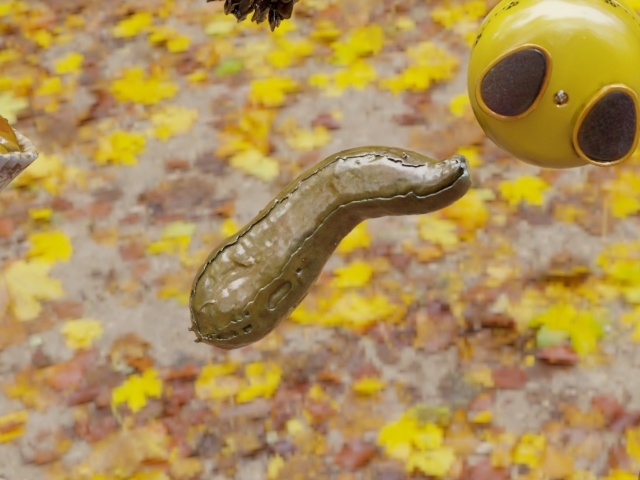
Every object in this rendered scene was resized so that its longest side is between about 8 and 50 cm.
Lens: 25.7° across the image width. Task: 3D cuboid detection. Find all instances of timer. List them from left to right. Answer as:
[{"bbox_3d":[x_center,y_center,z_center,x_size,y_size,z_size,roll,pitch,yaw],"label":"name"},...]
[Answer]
[{"bbox_3d":[0.135,-0.095,0.794,0.107,0.107,0.109,1,29,8],"label":"timer"}]

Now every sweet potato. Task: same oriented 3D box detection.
[{"bbox_3d":[-0.002,-0.006,0.970,0.233,0.062,0.081,-36,75,17],"label":"sweet potato"}]

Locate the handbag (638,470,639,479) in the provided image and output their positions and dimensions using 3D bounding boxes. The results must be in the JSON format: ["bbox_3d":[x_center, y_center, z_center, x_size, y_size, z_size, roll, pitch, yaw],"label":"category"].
[{"bbox_3d":[0.308,0.225,1.233,0.047,0.072,0.111,-28,15,9],"label":"handbag"}]

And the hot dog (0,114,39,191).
[{"bbox_3d":[-0.232,-0.066,0.698,0.192,0.053,0.099,14,16,-26],"label":"hot dog"}]

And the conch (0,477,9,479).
[{"bbox_3d":[-0.296,0.241,1.108,0.163,0.178,0.245,-10,69,-46],"label":"conch"}]

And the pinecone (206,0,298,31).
[{"bbox_3d":[-0.078,-0.317,1.493,0.165,0.163,0.163,32,41,-4],"label":"pinecone"}]
